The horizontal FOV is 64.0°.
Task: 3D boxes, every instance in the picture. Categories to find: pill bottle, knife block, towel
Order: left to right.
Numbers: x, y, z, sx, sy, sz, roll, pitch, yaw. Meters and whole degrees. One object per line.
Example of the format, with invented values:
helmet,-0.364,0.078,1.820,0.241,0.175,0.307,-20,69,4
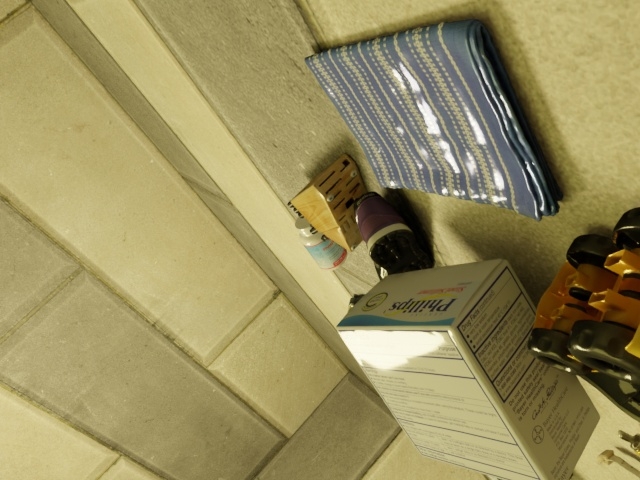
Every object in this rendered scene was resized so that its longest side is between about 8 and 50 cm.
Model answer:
knife block,-0.006,-0.093,1.056,0.242,0.088,0.276,34,164,36
pill bottle,0.000,0.000,1.329,0.087,0.087,0.160,29,160,50
towel,0.120,-0.141,0.640,0.243,0.040,0.336,53,165,-28

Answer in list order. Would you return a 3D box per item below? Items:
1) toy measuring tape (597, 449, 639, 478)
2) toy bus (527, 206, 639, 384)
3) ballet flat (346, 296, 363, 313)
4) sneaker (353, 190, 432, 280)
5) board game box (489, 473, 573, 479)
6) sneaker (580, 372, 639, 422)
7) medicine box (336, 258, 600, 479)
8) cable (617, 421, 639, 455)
toy measuring tape,0.640,0.517,0.900,0.330,0.121,0.121,31,161,46
toy bus,0.342,0.087,0.495,0.211,0.150,0.220,27,167,5
ballet flat,0.120,0.225,1.699,0.074,0.074,0.203,44,167,2
sneaker,0.134,0.002,0.972,0.124,0.107,0.283,65,-178,30
board game box,0.518,0.597,1.475,0.291,0.141,0.232,45,167,-2
sneaker,0.383,0.152,0.642,0.222,0.083,0.118,29,160,52
medicine box,0.209,0.195,0.770,0.289,0.149,0.263,57,149,-11
cable,0.600,0.362,0.759,0.287,0.072,0.139,33,151,-5
